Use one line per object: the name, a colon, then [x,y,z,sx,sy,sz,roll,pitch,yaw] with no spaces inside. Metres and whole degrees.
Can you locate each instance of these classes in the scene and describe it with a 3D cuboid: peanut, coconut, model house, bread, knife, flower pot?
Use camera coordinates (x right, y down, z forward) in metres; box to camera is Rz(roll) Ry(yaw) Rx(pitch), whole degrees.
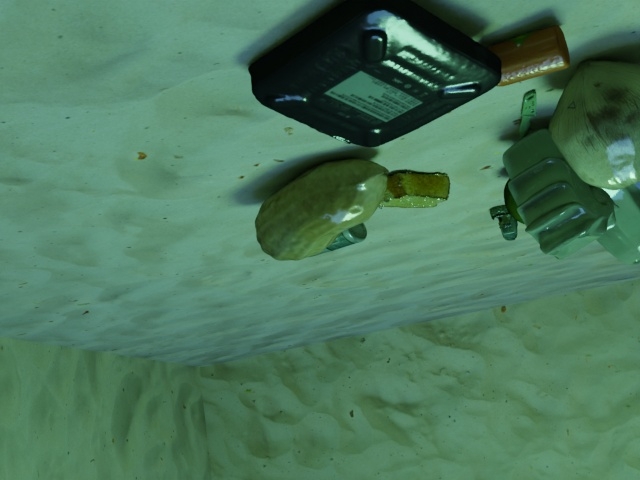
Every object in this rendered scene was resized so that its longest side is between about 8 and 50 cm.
peanut: [-0.007,-0.062,1.656,0.174,0.158,0.340,24,146,-25]
coconut: [0.493,-0.204,1.365,0.224,0.224,0.224,-8,164,-2]
model house: [0.485,-0.044,2.118,0.066,0.083,0.079,-11,165,14]
bread: [0.201,-0.109,1.782,0.187,0.065,0.103,4,166,-33]
knife: [0.394,-0.235,1.523,0.030,0.014,0.207,-10,164,9]
flower pot: [0.550,-0.089,1.640,0.368,0.254,0.164,5,150,-34]

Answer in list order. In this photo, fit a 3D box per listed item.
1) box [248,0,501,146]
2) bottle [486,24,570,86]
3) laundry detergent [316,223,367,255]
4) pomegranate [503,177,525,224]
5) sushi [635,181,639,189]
box: [0.081,-0.240,1.187,0.290,0.073,0.289,17,152,-41]
bottle: [0.282,-0.271,1.236,0.187,0.069,0.069,-13,164,27]
laundry detergent: [0.000,0.000,2.029,0.226,0.070,0.099,-19,168,31]
pomegranate: [0.508,-0.107,1.834,0.152,0.131,0.191,-24,166,34]
sushi: [0.688,-0.200,1.555,0.220,0.047,0.231,36,120,-24]
